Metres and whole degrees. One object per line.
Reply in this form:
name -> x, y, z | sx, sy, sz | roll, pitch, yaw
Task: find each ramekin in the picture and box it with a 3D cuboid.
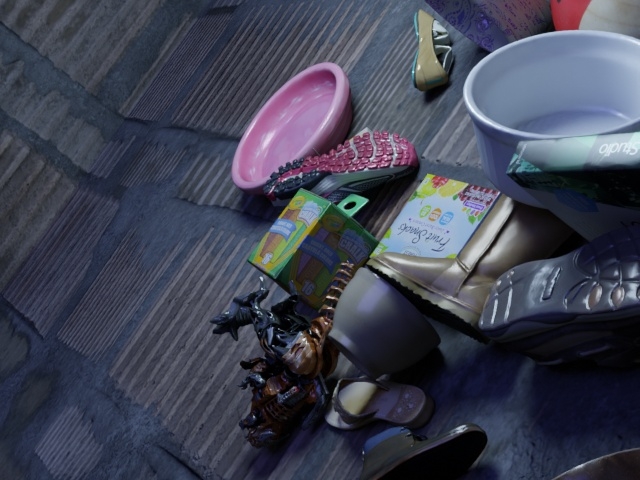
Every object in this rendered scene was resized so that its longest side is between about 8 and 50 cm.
ramekin -> 0.340, -0.162, 1.495 | 0.277, 0.135, 0.277 | -8, 38, 7

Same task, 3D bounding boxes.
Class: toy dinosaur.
toy dinosaur -> -0.038, 0.177, 1.766 | 0.322, 0.164, 0.218 | -45, 54, -2

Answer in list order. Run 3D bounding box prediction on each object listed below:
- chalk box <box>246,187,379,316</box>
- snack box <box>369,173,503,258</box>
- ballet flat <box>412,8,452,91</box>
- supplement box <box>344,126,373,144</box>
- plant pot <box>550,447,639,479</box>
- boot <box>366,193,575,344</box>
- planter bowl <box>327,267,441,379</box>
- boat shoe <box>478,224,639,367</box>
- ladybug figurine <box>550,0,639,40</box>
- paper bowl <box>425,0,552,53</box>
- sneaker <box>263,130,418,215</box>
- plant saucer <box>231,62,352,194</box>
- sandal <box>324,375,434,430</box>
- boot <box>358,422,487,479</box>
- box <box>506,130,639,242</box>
chalk box -> 0.000, 0.000, 1.925 | 0.213, 0.132, 0.132 | -55, 28, -6
snack box -> 0.193, -0.005, 1.709 | 0.174, 0.070, 0.207 | -54, 27, -6
ballet flat -> 0.220, -0.371, 2.124 | 0.073, 0.080, 0.232 | -8, 46, 15
supplement box -> 0.078, -0.164, 2.106 | 0.062, 0.036, 0.098 | -35, 32, 28
plant pot -> 0.306, 0.347, 1.009 | 0.215, 0.215, 0.230 | -40, 44, 20
boot -> 0.230, -0.005, 1.560 | 0.236, 0.089, 0.269 | 30, 74, 32
planter bowl -> 0.080, 0.133, 1.597 | 0.109, 0.162, 0.162 | -47, 27, -10
boat shoe -> 0.350, 0.077, 1.317 | 0.355, 0.130, 0.132 | -16, 40, 56
ladybug figurine -> 0.473, -0.411, 1.673 | 0.305, 0.162, 0.449 | -37, 31, 27
paper bowl -> 0.278, -0.453, 1.884 | 0.148, 0.284, 0.284 | -49, 28, 3
sneaker -> 0.046, -0.113, 2.025 | 0.299, 0.112, 0.120 | -15, 35, 28
plant saucer -> -0.049, -0.224, 2.319 | 0.332, 0.084, 0.332 | -35, 32, 26
sandal -> 0.062, 0.228, 1.618 | 0.240, 0.079, 0.088 | -7, 51, 54
boot -> 0.127, 0.275, 1.463 | 0.219, 0.082, 0.106 | -38, 33, 28
box -> 0.404, -0.044, 1.264 | 0.322, 0.232, 0.058 | 0, 61, 57
